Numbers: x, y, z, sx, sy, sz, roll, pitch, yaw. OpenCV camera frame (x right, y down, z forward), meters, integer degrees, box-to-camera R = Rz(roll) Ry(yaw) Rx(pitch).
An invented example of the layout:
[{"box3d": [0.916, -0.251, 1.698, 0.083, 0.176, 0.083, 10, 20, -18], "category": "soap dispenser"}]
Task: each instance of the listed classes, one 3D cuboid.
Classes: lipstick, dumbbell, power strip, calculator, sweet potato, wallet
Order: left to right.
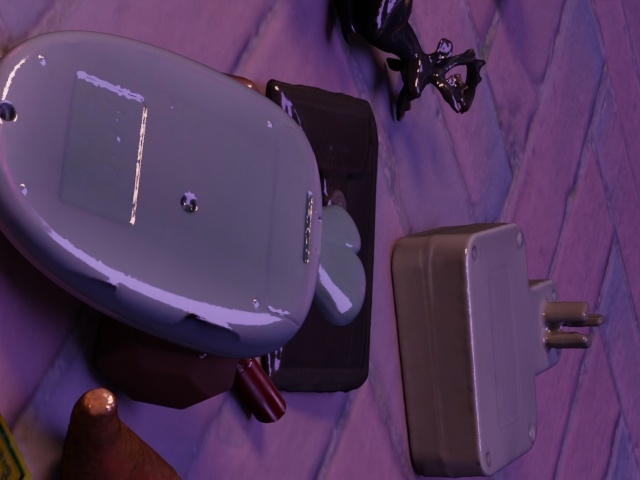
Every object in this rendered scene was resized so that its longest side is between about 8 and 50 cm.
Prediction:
[{"box3d": [-0.103, 0.185, 1.132, 0.314, 0.066, 0.072, 62, 39, -49], "category": "sweet potato"}, {"box3d": [-0.081, -0.026, 1.101, 0.299, 0.041, 0.185, 23, 58, -34], "category": "calculator"}, {"box3d": [-0.086, -0.005, 1.182, 0.082, 0.092, 0.231, 28, 55, -32], "category": "dumbbell"}, {"box3d": [-0.069, 0.072, 1.285, 0.176, 0.027, 0.027, 60, 33, -44], "category": "lipstick"}, {"box3d": [0.000, 0.000, 1.442, 0.168, 0.052, 0.245, 10, 79, -63], "category": "wallet"}, {"box3d": [0.180, 0.097, 1.744, 0.261, 0.141, 0.229, -13, 99, -65], "category": "power strip"}]

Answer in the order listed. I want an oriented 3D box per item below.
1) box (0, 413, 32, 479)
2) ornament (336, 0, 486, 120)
[{"box3d": [-0.226, 0.083, 0.853, 0.141, 0.064, 0.220, -66, 146, -50], "category": "box"}, {"box3d": [0.088, -0.218, 1.656, 0.236, 0.080, 0.202, 45, 48, -54], "category": "ornament"}]
